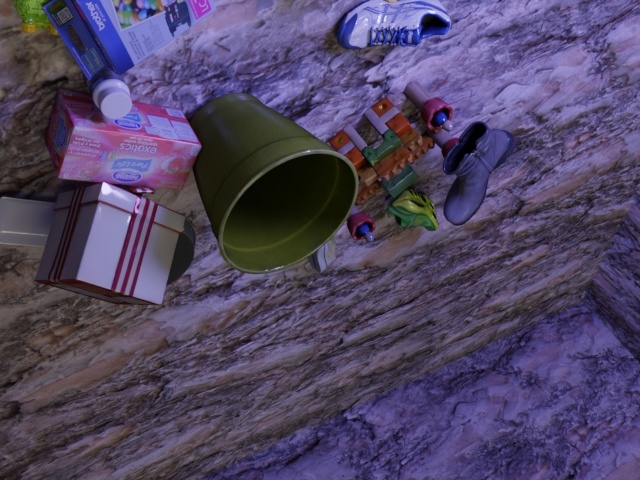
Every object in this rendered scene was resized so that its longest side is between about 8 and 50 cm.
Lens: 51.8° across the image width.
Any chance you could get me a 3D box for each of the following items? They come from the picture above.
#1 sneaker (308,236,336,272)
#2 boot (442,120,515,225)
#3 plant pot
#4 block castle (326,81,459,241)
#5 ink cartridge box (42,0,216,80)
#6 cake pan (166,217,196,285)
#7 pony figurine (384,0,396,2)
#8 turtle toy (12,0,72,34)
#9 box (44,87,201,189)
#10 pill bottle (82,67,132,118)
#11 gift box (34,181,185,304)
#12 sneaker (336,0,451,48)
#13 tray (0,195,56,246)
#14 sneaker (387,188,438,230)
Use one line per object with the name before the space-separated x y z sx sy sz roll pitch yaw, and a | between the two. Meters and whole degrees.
sneaker | 0.000 0.000 2.170 0.091 0.094 0.258 -41 152 -22
boot | 0.422 -0.198 1.956 0.222 0.118 0.338 -2 123 -50
plant pot | -0.154 -0.171 1.608 0.366 0.353 0.366 -24 144 -19
block castle | 0.214 -0.221 1.961 0.453 0.213 0.303 -37 144 5
ink cartridge box | -0.368 -0.464 1.313 0.311 0.065 0.186 -38 145 -15
cake pan | -0.484 0.042 1.861 0.293 0.054 0.293 -21 141 -18
pony figurine | 0.151 -0.693 1.371 0.351 0.302 0.363 -42 156 -50
turtle toy | -0.521 -0.449 1.262 0.130 0.066 0.095 -6 129 -34
box | -0.448 -0.224 1.503 0.300 0.154 0.142 2 131 -40
pill bottle | -0.451 -0.323 1.399 0.078 0.137 0.078 -21 142 -17
gift box | -0.482 0.007 1.561 0.255 0.258 0.276 -2 161 40
sneaker | 0.189 -0.539 1.650 0.296 0.131 0.112 -23 144 -12
tray | -0.673 -0.045 1.637 0.270 0.030 0.145 6 129 -42
sneaker | 0.323 -0.101 2.296 0.123 0.109 0.295 -20 154 27
